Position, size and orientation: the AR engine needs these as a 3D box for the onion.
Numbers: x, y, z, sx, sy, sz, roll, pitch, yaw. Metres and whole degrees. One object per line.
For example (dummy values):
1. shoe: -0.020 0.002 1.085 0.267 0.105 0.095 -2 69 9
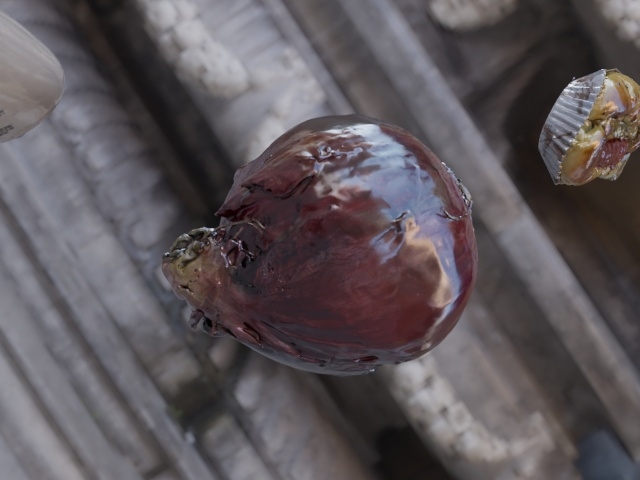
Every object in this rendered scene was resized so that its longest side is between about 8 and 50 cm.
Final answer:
1. onion: 0.020 -0.007 1.373 0.281 0.281 0.221 -115 -173 -69

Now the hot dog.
1. hot dog: 0.300 -0.117 1.688 0.069 0.131 0.253 29 12 20

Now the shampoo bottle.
1. shampoo bottle: -0.231 -0.108 0.988 0.257 0.127 0.078 65 20 -79
